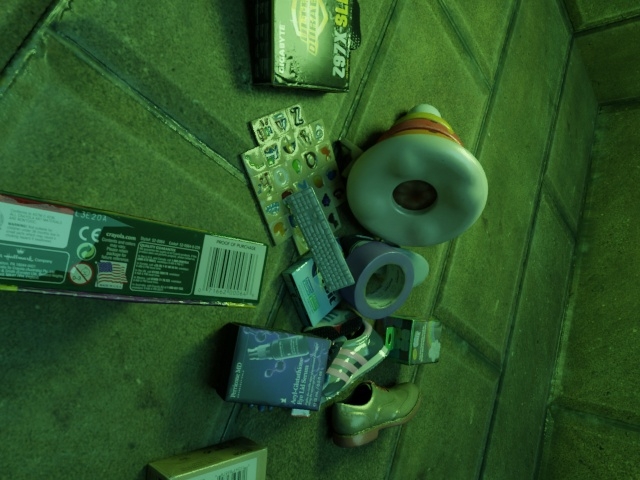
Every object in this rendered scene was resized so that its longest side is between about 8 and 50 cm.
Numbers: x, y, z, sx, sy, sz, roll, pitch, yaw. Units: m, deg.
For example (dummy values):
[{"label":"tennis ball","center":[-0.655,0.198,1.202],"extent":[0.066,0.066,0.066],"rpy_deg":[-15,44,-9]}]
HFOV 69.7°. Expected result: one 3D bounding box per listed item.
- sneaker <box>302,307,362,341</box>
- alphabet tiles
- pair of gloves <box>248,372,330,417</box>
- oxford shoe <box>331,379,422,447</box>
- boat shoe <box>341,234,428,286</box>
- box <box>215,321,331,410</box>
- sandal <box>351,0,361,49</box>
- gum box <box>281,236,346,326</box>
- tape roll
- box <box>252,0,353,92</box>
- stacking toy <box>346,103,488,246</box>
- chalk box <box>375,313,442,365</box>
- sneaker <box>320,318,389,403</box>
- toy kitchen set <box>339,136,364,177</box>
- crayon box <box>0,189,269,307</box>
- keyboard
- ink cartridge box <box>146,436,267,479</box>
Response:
[{"label":"sneaker","center":[0.023,0.216,1.191],"extent":[0.162,0.075,0.057],"rpy_deg":[-14,116,-17]},{"label":"alphabet tiles","center":[-0.052,-0.151,1.135],"extent":[0.285,0.011,0.342],"rpy_deg":[-36,116,-39]},{"label":"pair of gloves","center":[-0.074,0.318,1.053],"extent":[0.198,0.023,0.159],"rpy_deg":[17,70,-14]},{"label":"oxford shoe","center":[0.169,0.453,1.296],"extent":[0.348,0.123,0.130],"rpy_deg":[-10,93,-46]},{"label":"boat shoe","center":[0.183,0.054,1.311],"extent":[0.307,0.105,0.113],"rpy_deg":[13,110,-36]},{"label":"box","center":[-0.100,0.264,0.973],"extent":[0.207,0.108,0.153],"rpy_deg":[12,81,-20]},{"label":"sandal","center":[0.079,-0.581,1.245],"extent":[0.067,0.040,0.179],"rpy_deg":[33,53,-47]},{"label":"gum box","center":[0.000,0.102,1.170],"extent":[0.184,0.041,0.156],"rpy_deg":[-38,117,-38]},{"label":"tape roll","center":[0.144,0.102,1.185],"extent":[0.189,0.080,0.188],"rpy_deg":[-12,116,-26]},{"label":"box","center":[-0.034,-0.514,1.061],"extent":[0.257,0.079,0.321],"rpy_deg":[-13,111,-46]},{"label":"stacking toy","center":[0.273,-0.251,1.304],"extent":[0.350,0.351,0.479],"rpy_deg":[52,34,-33]},{"label":"chalk box","center":[0.245,0.290,1.362],"extent":[0.213,0.132,0.132],"rpy_deg":[12,83,-44]},{"label":"sneaker","center":[0.034,0.316,1.186],"extent":[0.319,0.112,0.131],"rpy_deg":[-26,83,-39]},{"label":"toy kitchen set","center":[0.069,-0.221,1.248],"extent":[0.083,0.075,0.068],"rpy_deg":[-53,176,7]},{"label":"crayon box","center":[-0.315,0.014,0.653],"extent":[0.363,0.313,0.106],"rpy_deg":[13,85,-45]},{"label":"keyboard","center":[0.000,0.000,1.099],"extent":[0.255,0.072,0.014],"rpy_deg":[65,28,-9]},{"label":"ink cartridge box","center":[-0.225,0.523,0.917],"extent":[0.235,0.088,0.193],"rpy_deg":[6,85,-46]}]
